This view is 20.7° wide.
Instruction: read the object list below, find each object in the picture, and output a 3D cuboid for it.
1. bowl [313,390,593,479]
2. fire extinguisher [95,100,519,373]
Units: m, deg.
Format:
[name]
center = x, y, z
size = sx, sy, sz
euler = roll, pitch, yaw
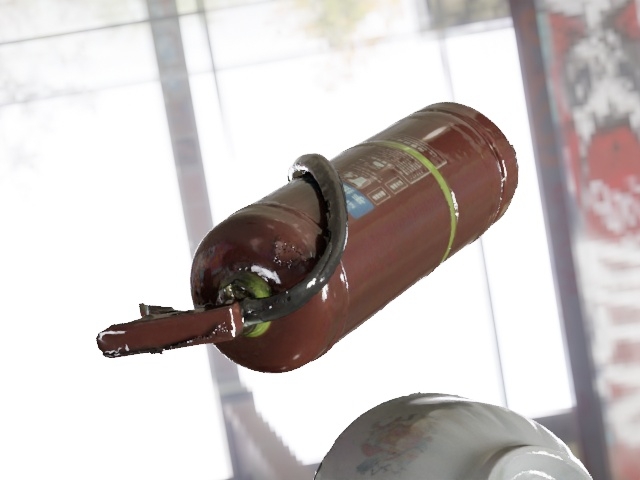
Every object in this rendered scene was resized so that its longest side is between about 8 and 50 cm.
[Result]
[bowl]
center = 0.094, 0.157, 0.900
size = 0.189, 0.189, 0.086
euler = -13, 167, -35
[fire extinguisher]
center = 0.000, 0.000, 1.050
size = 0.141, 0.105, 0.341
euler = -15, -171, 33
